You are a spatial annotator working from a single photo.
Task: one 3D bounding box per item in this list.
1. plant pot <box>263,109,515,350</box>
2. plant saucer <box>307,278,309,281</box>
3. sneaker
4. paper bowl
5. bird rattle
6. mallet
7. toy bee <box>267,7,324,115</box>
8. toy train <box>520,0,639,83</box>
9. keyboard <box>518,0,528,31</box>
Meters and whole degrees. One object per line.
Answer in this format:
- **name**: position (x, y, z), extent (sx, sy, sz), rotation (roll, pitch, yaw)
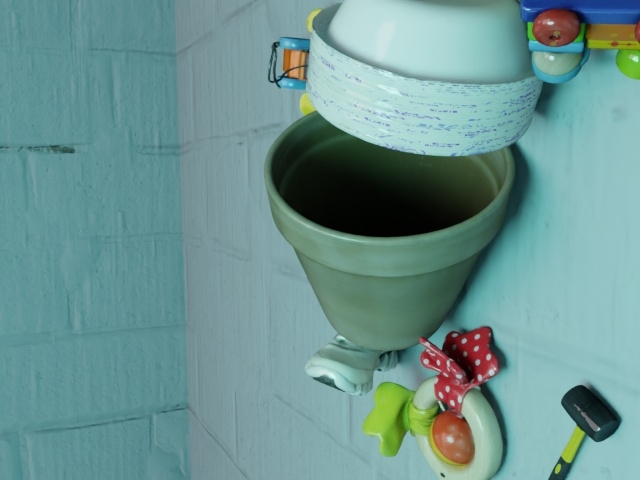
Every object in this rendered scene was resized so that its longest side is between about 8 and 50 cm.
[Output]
- **plant pot**: position (0.094, -0.005, 0.976), extent (0.323, 0.323, 0.280), rotation (-120, 18, -44)
- **plant saucer**: position (0.000, 0.000, 1.266), extent (0.259, 0.047, 0.258), rotation (57, -161, -68)
- **sneaker**: position (0.062, 0.163, 1.101), extent (0.110, 0.292, 0.118), rotation (20, 101, 17)
- **paper bowl**: position (0.128, -0.231, 0.824), extent (0.284, 0.284, 0.148), rotation (-123, 31, -47)
- **bird rattle**: position (0.195, 0.253, 1.009), extent (0.253, 0.143, 0.207), rotation (-48, 61, 40)
- **mallet**: position (0.304, 0.263, 0.825), extent (0.062, 0.039, 0.190), rotation (46, 138, 52)
- **toy bee**: position (-0.006, -0.323, 1.320), extent (0.298, 0.162, 0.195), rotation (-84, 1, -51)
- **toy train**: position (0.319, -0.203, 0.647), extent (0.143, 0.248, 0.105), rotation (51, -130, -65)
- **keyboard**: position (0.276, -0.308, 0.837), extent (0.256, 0.014, 0.072), rotation (-23, 77, 64)
